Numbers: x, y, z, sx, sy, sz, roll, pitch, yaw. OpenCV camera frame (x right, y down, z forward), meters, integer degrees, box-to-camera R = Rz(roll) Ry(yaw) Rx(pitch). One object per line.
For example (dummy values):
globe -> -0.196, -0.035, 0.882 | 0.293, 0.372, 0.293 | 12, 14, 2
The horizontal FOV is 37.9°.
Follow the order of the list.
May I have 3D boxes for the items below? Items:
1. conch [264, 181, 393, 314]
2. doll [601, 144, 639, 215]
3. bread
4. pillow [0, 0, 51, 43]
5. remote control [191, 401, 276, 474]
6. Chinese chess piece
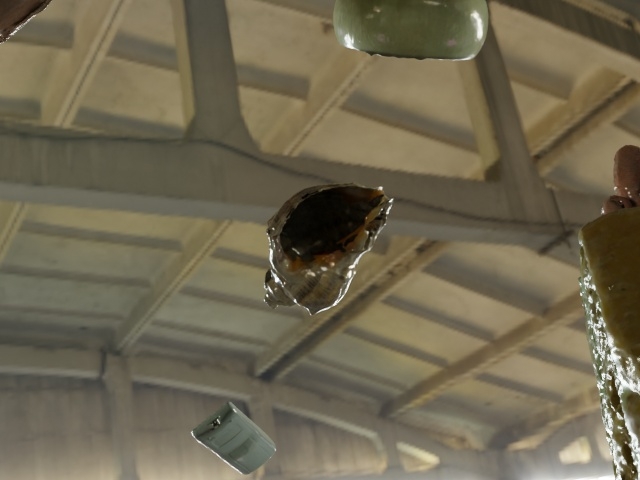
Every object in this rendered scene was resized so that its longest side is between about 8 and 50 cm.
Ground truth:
conch -> -0.008, -0.001, 1.687 | 0.291, 0.159, 0.210 | -48, -67, -4
doll -> 0.552, -0.032, 1.482 | 0.201, 0.303, 0.156 | 3, -23, -12
bread -> 0.224, 0.069, 0.524 | 0.138, 0.196, 0.102 | -9, -35, 15
pillow -> -0.365, -0.350, 1.115 | 0.135, 0.211, 0.034 | -26, -20, 36
remote control -> -0.103, 0.251, 1.164 | 0.061, 0.029, 0.162 | -40, -31, -5
Chinese chess piece -> 0.145, -0.355, 1.510 | 0.250, 0.101, 0.250 | 4, 18, -1
